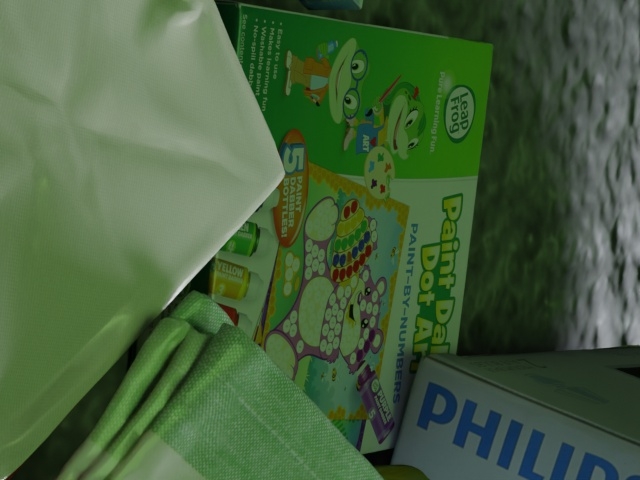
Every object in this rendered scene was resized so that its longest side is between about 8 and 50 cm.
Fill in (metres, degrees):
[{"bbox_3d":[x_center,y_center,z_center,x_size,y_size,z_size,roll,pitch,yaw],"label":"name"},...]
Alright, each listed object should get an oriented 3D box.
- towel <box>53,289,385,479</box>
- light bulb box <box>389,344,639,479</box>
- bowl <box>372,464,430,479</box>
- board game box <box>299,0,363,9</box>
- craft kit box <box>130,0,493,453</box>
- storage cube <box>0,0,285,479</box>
[{"bbox_3d":[-0.083,0.210,0.629,0.325,0.038,0.248,-50,128,-15],"label":"towel"},{"bbox_3d":[0.193,0.268,1.088,0.358,0.225,0.361,3,105,-54],"label":"light bulb box"},{"bbox_3d":[-0.037,0.252,0.850,0.156,0.289,0.290,5,95,-11],"label":"bowl"},{"bbox_3d":[-0.005,-0.245,0.859,0.160,0.039,0.212,34,64,-62],"label":"board game box"},{"bbox_3d":[0.000,0.000,0.954,0.246,0.061,0.250,-3,101,-56],"label":"craft kit box"},{"bbox_3d":[-0.161,-0.048,0.605,0.215,0.193,0.184,-50,134,-36],"label":"storage cube"}]
